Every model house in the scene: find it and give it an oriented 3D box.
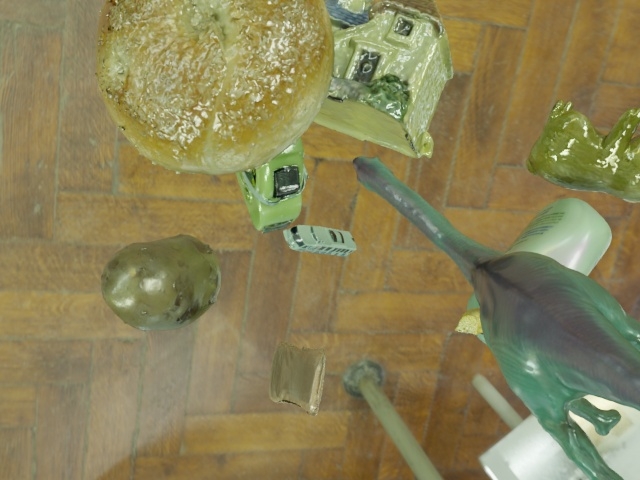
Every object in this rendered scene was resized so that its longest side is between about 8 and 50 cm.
[{"bbox_3d":[0.080,-0.329,1.425,0.321,0.261,0.266,22,84,17],"label":"model house"}]

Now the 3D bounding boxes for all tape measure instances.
[{"bbox_3d":[-0.075,-0.120,1.142,0.087,0.154,0.178,-17,77,-20],"label":"tape measure"}]

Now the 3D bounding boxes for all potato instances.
[{"bbox_3d":[-0.273,0.077,1.396,0.164,0.262,0.165,5,102,26],"label":"potato"}]

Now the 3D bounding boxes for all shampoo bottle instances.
[{"bbox_3d":[0.407,0.072,1.527,0.151,0.222,0.349,48,54,1],"label":"shampoo bottle"}]

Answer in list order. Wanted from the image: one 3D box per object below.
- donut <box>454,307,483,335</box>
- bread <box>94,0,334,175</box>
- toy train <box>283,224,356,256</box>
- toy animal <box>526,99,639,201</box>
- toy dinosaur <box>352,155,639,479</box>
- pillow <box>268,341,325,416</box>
[{"bbox_3d":[0.261,0.132,1.255,0.067,0.083,0.038,-19,126,-40],"label":"donut"},{"bbox_3d":[-0.127,-0.229,0.934,0.305,0.159,0.306,-1,76,5],"label":"bread"},{"bbox_3d":[0.000,0.000,1.473,0.047,0.043,0.207,-33,161,25],"label":"toy train"},{"bbox_3d":[0.607,-0.166,1.606,0.362,0.181,0.181,18,97,14],"label":"toy animal"},{"bbox_3d":[0.122,0.029,0.581,0.331,0.383,0.129,42,96,9],"label":"toy dinosaur"},{"bbox_3d":[-0.050,0.280,1.659,0.034,0.211,0.135,9,86,-30],"label":"pillow"}]
